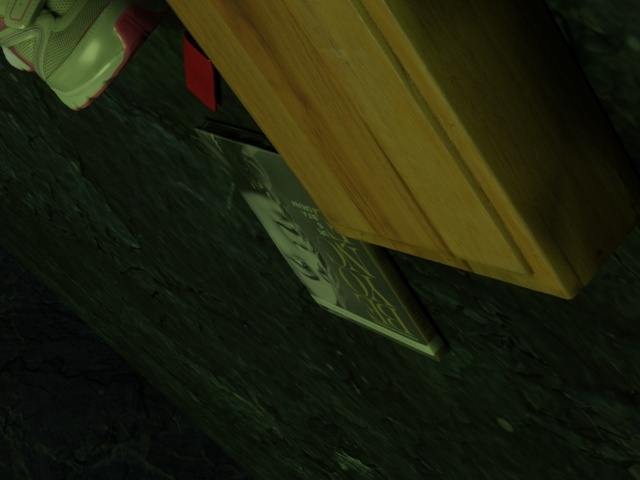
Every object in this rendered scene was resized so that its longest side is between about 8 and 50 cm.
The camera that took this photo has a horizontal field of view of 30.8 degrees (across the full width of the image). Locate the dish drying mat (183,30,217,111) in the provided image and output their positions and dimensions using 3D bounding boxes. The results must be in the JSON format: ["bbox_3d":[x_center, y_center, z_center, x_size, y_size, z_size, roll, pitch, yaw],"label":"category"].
[{"bbox_3d":[-0.088,-0.124,0.855,0.032,0.008,0.083,41,164,10],"label":"dish drying mat"}]

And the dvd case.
[{"bbox_3d":[0.000,0.000,0.933,0.164,0.018,0.221,21,152,51],"label":"dvd case"}]

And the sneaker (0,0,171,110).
[{"bbox_3d":[-0.198,-0.170,0.812,0.252,0.103,0.111,21,161,50],"label":"sneaker"}]

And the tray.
[{"bbox_3d":[-0.025,-0.153,0.533,0.202,0.076,0.411,16,147,56],"label":"tray"}]
